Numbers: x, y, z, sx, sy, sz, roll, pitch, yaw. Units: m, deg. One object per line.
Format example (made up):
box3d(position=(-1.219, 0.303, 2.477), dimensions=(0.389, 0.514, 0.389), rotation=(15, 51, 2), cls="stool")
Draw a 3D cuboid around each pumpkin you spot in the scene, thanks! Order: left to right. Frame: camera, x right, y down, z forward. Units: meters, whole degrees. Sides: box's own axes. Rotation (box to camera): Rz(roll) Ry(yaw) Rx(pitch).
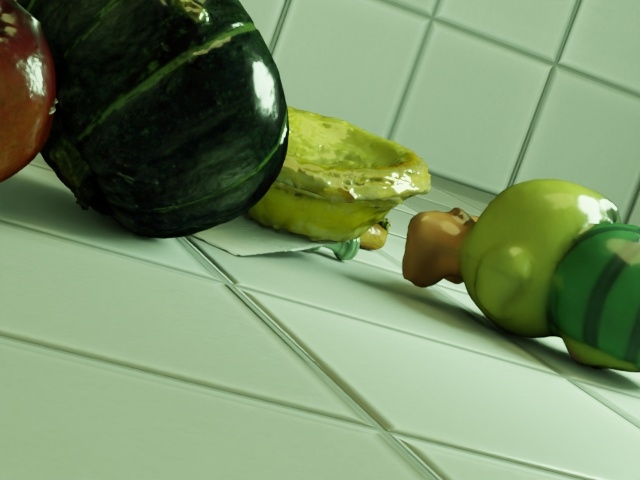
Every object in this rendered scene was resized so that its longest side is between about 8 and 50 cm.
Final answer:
box3d(position=(-0.174, -0.151, 1.549), dimensions=(0.323, 0.241, 0.323), rotation=(43, -21, 21), cls="pumpkin")

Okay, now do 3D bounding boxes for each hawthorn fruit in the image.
box3d(position=(-0.317, -0.138, 1.357), dimensions=(0.185, 0.202, 0.185), rotation=(20, 43, -20), cls="hawthorn fruit")

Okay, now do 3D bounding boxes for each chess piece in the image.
box3d(position=(0.000, 0.000, 1.878), dimensions=(0.093, 0.042, 0.042), rotation=(8, 12, -34), cls="chess piece")

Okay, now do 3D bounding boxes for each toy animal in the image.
box3d(position=(0.285, 0.031, 1.779), dimensions=(0.338, 0.191, 0.216), rotation=(24, 8, 31), cls="toy animal")

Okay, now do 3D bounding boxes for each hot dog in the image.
box3d(position=(0.017, -0.030, 2.072), dimensions=(0.188, 0.055, 0.072), rotation=(15, 10, -38), cls="hot dog")

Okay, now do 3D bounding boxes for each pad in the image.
box3d(position=(-0.085, -0.017, 1.776), dimensions=(0.156, 0.004, 0.232), rotation=(24, 17, 30), cls="pad")

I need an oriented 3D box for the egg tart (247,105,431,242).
box3d(position=(-0.019, -0.078, 1.828), dimensions=(0.315, 0.120, 0.315), rotation=(14, 16, -4), cls="egg tart")
